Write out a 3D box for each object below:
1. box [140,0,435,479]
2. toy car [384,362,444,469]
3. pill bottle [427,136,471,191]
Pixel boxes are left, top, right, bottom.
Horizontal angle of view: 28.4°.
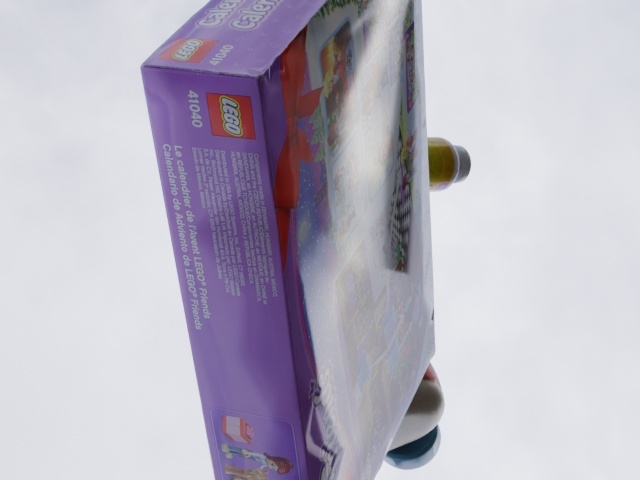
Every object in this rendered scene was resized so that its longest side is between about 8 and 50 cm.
[{"bbox_3d":[0.000,0.000,0.643,0.201,0.057,0.293,-57,-32,-50],"label":"box"},{"bbox_3d":[0.006,0.113,1.334,0.210,0.238,0.219,-17,-32,5],"label":"toy car"},{"bbox_3d":[0.077,-0.058,0.973,0.083,0.043,0.043,-4,-80,-40],"label":"pill bottle"}]
